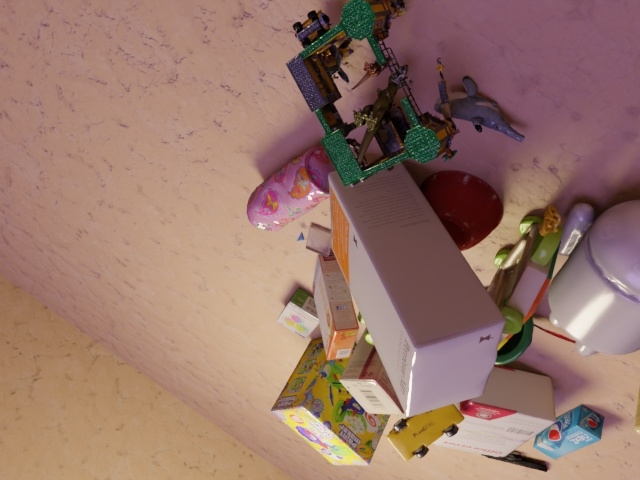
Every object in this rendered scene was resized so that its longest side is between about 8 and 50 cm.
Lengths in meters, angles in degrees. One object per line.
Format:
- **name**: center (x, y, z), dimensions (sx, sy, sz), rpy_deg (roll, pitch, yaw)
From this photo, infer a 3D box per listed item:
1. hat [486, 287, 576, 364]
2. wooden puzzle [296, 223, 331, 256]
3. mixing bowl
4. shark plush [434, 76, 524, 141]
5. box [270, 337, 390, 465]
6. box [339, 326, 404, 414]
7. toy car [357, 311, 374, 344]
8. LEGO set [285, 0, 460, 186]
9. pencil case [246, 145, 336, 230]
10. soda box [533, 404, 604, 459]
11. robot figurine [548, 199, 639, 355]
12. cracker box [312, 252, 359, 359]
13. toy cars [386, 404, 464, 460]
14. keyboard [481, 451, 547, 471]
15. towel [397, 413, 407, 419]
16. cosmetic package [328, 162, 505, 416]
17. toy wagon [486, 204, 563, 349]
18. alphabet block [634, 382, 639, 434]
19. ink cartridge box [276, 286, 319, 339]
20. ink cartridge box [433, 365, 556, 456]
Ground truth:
- **hat**: center (0.467, 0.217, 1.360), dimensions (0.184, 0.208, 0.172), rpy_deg (17, 115, -40)
- **wooden puzzle**: center (0.000, 0.000, 1.489), dimensions (0.116, 0.014, 0.078), rpy_deg (27, 118, 11)
- **mixing bowl**: center (0.271, -0.042, 1.192), dimensions (0.182, 0.098, 0.181), rpy_deg (20, 142, 17)
- **shark plush**: center (0.278, -0.210, 1.021), dimensions (0.161, 0.067, 0.073), rpy_deg (37, 143, -5)
- **box**: center (0.055, 0.493, 1.800), dimensions (0.290, 0.279, 0.177), rpy_deg (46, 141, -16)
- **box**: center (0.179, 0.330, 1.563), dimensions (0.127, 0.232, 0.148), rpy_deg (-13, 124, 44)
- **toy car**: center (0.208, 0.167, 1.439), dimensions (0.189, 0.155, 0.148), rpy_deg (0, 133, 24)
- **LEGO set**: center (0.107, -0.262, 1.019), dimensions (0.255, 0.192, 0.331), rpy_deg (-33, 93, 42)
- **pencil case**: center (-0.061, -0.112, 1.343), dimensions (0.124, 0.124, 0.284), rpy_deg (44, 143, -14)
- **soda box**: center (0.664, 0.519, 1.562), dimensions (0.071, 0.067, 0.210), rpy_deg (30, 143, 4)
- **robot figurine**: center (0.542, 0.067, 1.031), dimensions (0.300, 0.200, 0.353), rpy_deg (50, 152, 27)
- **cracker box**: center (0.035, 0.169, 1.500), dimensions (0.067, 0.232, 0.155), rpy_deg (-5, 143, -12)
- **toy cars**: center (0.278, 0.356, 1.446), dimensions (0.177, 0.087, 0.393), rpy_deg (10, 95, 8)
- **keyboard**: center (0.610, 0.685, 1.830), dimensions (0.192, 0.038, 0.100), rpy_deg (1, 156, 34)
- **towel**: center (0.318, 0.479, 1.759), dimensions (0.187, 0.049, 0.282), rpy_deg (6, 137, 16)
- **cosmetic package**: center (0.157, 0.071, 1.118), dimensions (0.162, 0.453, 0.230), rpy_deg (-14, 136, -10)
- **toy wagon**: center (0.376, 0.072, 1.100), dimensions (0.068, 0.267, 0.344), rpy_deg (26, 143, 7)
- **alphabet block**: center (0.785, 0.330, 1.158), dimensions (0.192, 0.193, 0.197), rpy_deg (36, 143, -1)
- **ink cartridge box**: center (-0.065, 0.236, 1.778), dimensions (0.109, 0.062, 0.209), rpy_deg (33, 144, -1)
- **ink cartridge box**: center (0.449, 0.458, 1.555), dimensions (0.226, 0.131, 0.306), rpy_deg (13, 143, -4)
